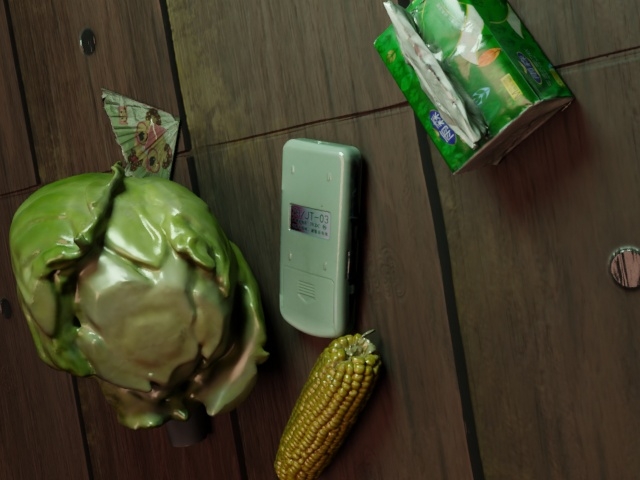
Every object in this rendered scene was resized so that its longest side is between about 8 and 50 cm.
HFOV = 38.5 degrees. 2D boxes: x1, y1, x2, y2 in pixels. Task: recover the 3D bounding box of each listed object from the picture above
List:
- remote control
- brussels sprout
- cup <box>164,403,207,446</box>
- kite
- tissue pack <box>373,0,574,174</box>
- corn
[{"bbox_3d":[0.000,0.000,1.375,0.140,0.056,0.297,15,110,41],"label":"remote control"},{"bbox_3d":[-0.293,0.070,1.479,0.425,0.342,0.361,60,-178,-27],"label":"brussels sprout"},{"bbox_3d":[-0.248,0.324,1.665,0.100,0.078,0.077,-163,61,-75],"label":"cup"},{"bbox_3d":[-0.328,-0.158,1.671,0.267,0.013,0.323,-34,73,40],"label":"kite"},{"bbox_3d":[0.167,-0.206,1.113,0.148,0.156,0.209,-43,71,42],"label":"tissue pack"},{"bbox_3d":[0.006,0.262,1.392,0.101,0.101,0.310,43,123,28],"label":"corn"}]
